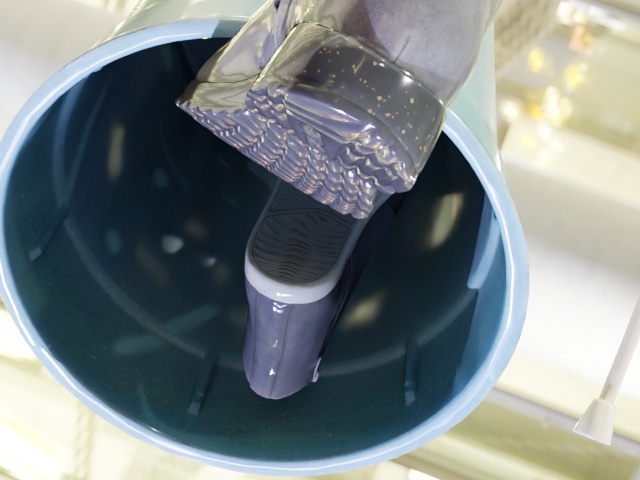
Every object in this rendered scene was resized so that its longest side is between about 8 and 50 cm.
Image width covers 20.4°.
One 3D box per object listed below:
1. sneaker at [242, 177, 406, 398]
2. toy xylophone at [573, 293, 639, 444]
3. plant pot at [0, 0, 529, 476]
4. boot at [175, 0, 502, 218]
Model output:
[{"bbox_3d":[0.000,0.000,1.210,0.222,0.083,0.118,-54,-17,-45],"label":"sneaker"},{"bbox_3d":[0.328,0.097,1.327,0.322,0.236,0.081,-63,-1,-4],"label":"toy xylophone"},{"bbox_3d":[-0.019,-0.076,1.230,0.334,0.341,0.341,-76,1,-54],"label":"plant pot"},{"bbox_3d":[0.043,-0.133,0.908,0.222,0.118,0.338,-60,15,-6],"label":"boot"}]
